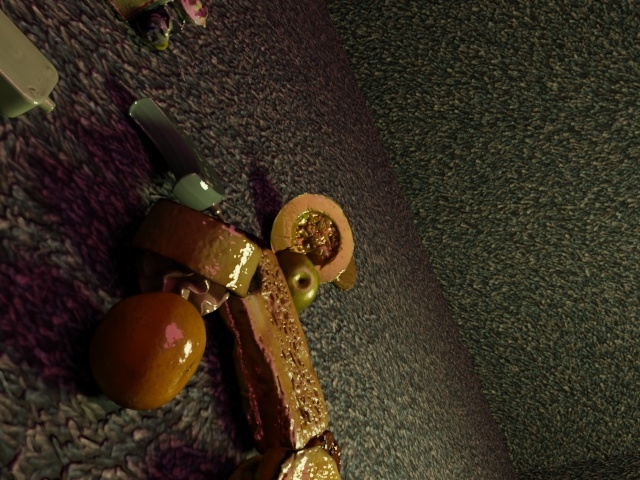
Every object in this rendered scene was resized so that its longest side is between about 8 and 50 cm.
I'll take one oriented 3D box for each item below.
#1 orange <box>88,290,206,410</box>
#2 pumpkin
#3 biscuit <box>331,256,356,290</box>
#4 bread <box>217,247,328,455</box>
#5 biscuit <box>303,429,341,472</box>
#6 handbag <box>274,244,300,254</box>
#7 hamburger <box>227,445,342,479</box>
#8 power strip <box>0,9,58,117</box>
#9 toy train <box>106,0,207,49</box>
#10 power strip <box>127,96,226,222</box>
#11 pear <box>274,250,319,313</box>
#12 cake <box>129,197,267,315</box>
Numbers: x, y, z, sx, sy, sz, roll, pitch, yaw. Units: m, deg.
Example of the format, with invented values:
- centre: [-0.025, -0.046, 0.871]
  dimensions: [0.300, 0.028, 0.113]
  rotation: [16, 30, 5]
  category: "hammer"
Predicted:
- centre: [-0.229, 0.141, 0.774]
  dimensions: [0.136, 0.159, 0.159]
  rotation: [27, 20, 8]
  category: "orange"
- centre: [-0.028, 0.000, 1.426]
  dimensions: [0.217, 0.217, 0.110]
  rotation: [70, -20, -1]
  category: "pumpkin"
- centre: [0.041, 0.042, 1.678]
  dimensions: [0.226, 0.042, 0.226]
  rotation: [51, 27, -40]
  category: "biscuit"
- centre: [-0.107, 0.197, 1.083]
  dimensions: [0.185, 0.109, 0.381]
  rotation: [-1, 71, -61]
  category: "bread"
- centre: [-0.008, 0.459, 1.134]
  dimensions: [0.192, 0.049, 0.192]
  rotation: [-1, 90, -65]
  category: "biscuit"
- centre: [-0.080, 0.047, 1.311]
  dimensions: [0.061, 0.083, 0.027]
  rotation: [57, 24, -27]
  category: "handbag"
- centre: [-0.059, 0.443, 0.909]
  dimensions: [0.244, 0.163, 0.244]
  rotation: [37, 44, -48]
  category: "hamburger"
- centre: [-0.461, -0.296, 0.684]
  dimensions: [0.385, 0.062, 0.091]
  rotation: [53, 26, -38]
  category: "power strip"
- centre: [-0.308, -0.498, 1.148]
  dimensions: [0.177, 0.134, 0.261]
  rotation: [52, 27, -40]
  category: "toy train"
- centre: [-0.231, -0.127, 1.010]
  dimensions: [0.253, 0.054, 0.167]
  rotation: [54, 6, 27]
  category: "power strip"
- centre: [-0.077, 0.084, 1.227]
  dimensions: [0.104, 0.141, 0.141]
  rotation: [38, 35, -30]
  category: "pear"
- centre: [-0.197, 0.047, 0.907]
  dimensions: [0.207, 0.185, 0.178]
  rotation: [25, 84, -65]
  category: "cake"
